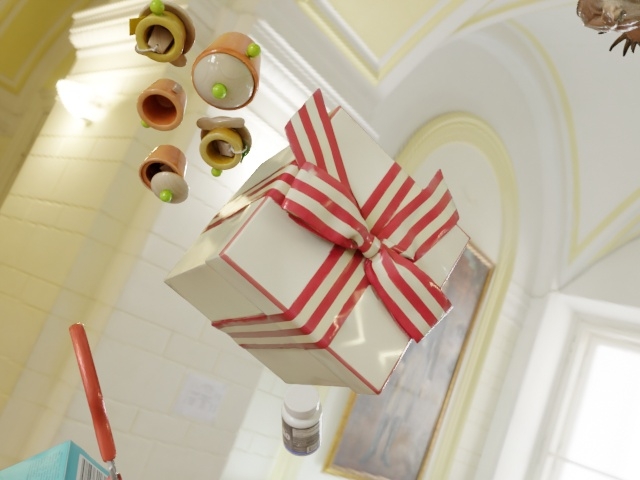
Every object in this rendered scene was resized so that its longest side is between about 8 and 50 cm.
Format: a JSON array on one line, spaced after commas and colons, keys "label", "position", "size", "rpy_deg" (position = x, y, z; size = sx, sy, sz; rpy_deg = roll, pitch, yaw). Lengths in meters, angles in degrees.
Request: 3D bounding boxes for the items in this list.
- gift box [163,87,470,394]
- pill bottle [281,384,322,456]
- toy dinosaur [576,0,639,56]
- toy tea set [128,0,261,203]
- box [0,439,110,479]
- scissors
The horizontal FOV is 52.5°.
[{"label": "gift box", "position": [0.000, 0.000, 0.763], "size": [0.255, 0.276, 0.258], "rpy_deg": [39, -24, -18]}, {"label": "pill bottle", "position": [-0.035, 0.335, 1.218], "size": [0.078, 0.078, 0.137], "rpy_deg": [17, -48, 19]}, {"label": "toy dinosaur", "position": [0.604, -0.457, 1.310], "size": [0.296, 0.127, 0.200], "rpy_deg": [9, 6, -14]}, {"label": "toy tea set", "position": [-0.197, -0.179, 0.980], "size": [0.200, 0.124, 0.336], "rpy_deg": [11, -48, -1]}, {"label": "box", "position": [-0.365, 0.323, 0.745], "size": [0.060, 0.244, 0.100], "rpy_deg": [-107, 171, -53]}, {"label": "scissors", "position": [-0.217, 0.228, 0.664], "size": [0.021, 0.297, 0.109], "rpy_deg": [-12, -27, -23]}]
